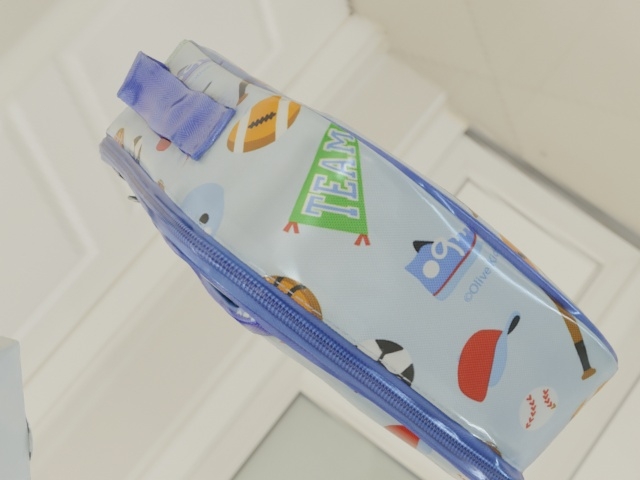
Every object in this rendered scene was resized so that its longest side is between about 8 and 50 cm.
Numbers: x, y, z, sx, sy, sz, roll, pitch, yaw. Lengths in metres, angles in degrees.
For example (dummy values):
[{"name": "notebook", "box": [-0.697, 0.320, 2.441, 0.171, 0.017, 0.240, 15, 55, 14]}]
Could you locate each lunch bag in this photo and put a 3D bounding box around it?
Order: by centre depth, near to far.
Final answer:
[{"name": "lunch bag", "box": [0.000, 0.000, 0.729, 0.243, 0.115, 0.303, 36, 180, -23]}]

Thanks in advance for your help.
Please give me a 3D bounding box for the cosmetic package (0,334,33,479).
[{"name": "cosmetic package", "box": [-0.411, 0.206, 1.108, 0.155, 0.366, 0.196, 12, 111, 32]}]
